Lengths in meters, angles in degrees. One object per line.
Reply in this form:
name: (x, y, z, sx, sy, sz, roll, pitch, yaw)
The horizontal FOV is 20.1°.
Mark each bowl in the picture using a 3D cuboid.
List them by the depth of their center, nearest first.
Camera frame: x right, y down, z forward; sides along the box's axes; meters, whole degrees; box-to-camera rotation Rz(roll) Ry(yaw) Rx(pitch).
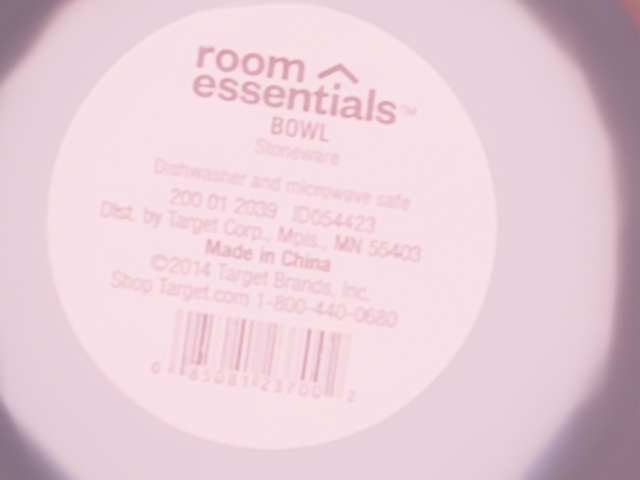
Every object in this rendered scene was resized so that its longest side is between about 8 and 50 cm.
bowl: (0.000, 0.000, 0.425, 0.311, 0.163, 0.312, 0, 93, 2)
